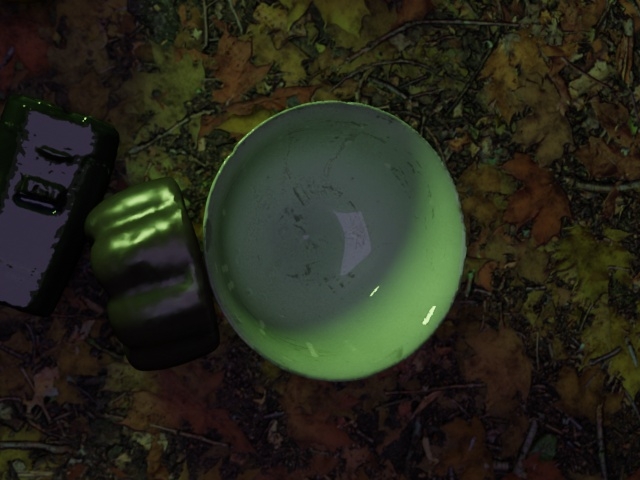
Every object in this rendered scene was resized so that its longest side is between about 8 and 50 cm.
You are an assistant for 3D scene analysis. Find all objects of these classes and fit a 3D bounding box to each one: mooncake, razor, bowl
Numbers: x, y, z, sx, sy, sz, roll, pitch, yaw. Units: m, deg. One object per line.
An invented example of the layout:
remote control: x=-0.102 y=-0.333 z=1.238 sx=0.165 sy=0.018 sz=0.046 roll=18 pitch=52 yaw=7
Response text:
mooncake: x=-0.251 y=0.058 z=1.316 sx=0.154 sy=0.306 sz=0.306 roll=-18 pitch=96 yaw=-10
razor: x=-0.445 y=-0.053 z=1.358 sx=0.189 sy=0.107 sz=0.327 roll=20 pitch=88 yaw=-15
bowl: x=0.000 y=0.000 z=1.419 sx=0.434 sy=0.196 sz=0.435 roll=0 pitch=91 yaw=-21

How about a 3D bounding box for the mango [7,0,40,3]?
mango: x=-0.441 y=-0.499 z=1.317 sx=0.191 sy=0.160 sz=0.291 roll=30 pitch=74 yaw=-17
